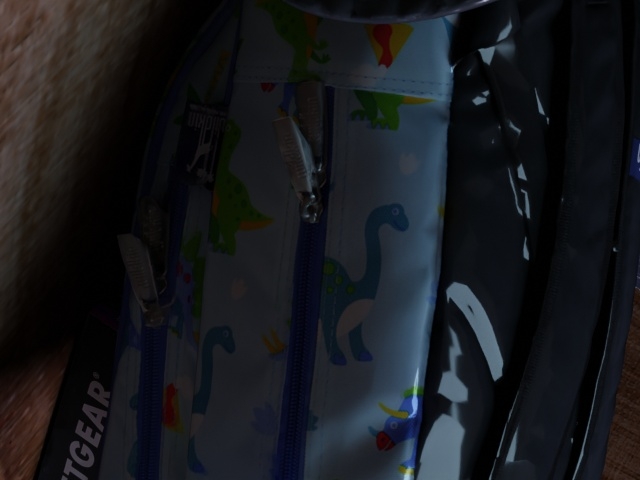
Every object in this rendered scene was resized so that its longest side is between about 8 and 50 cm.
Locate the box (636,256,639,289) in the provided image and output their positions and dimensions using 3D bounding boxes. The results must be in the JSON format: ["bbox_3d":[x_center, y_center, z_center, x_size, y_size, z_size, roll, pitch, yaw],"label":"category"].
[{"bbox_3d":[0.283,-0.156,1.570,0.293,0.212,0.395,-57,168,-6],"label":"box"}]

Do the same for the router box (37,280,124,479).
[{"bbox_3d":[-0.091,0.078,1.009,0.133,0.046,0.179,-44,161,-48],"label":"router box"}]

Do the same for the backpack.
[{"bbox_3d":[0.034,0.032,0.875,0.290,0.273,0.355,10,73,-69],"label":"backpack"}]

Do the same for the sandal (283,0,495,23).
[{"bbox_3d":[0.113,-0.276,0.686,0.446,0.167,0.107,-61,177,11],"label":"sandal"}]
